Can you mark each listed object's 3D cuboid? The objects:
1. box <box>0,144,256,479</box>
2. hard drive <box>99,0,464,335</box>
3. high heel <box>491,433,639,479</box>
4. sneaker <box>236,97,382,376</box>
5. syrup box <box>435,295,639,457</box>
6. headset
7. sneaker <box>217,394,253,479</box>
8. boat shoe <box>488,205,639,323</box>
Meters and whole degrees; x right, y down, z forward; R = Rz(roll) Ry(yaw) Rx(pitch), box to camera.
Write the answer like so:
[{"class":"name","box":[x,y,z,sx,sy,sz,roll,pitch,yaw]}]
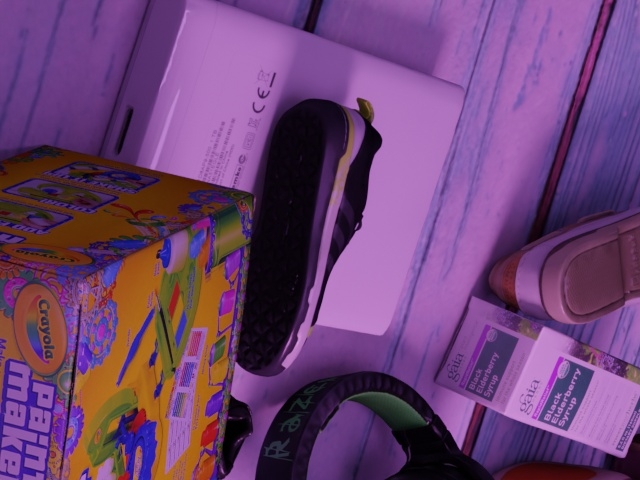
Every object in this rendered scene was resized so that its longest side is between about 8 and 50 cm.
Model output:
[{"class":"box","box":[-0.191,0.112,1.354,0.279,0.177,0.290,-31,132,-67]},{"class":"hard drive","box":[-0.034,-0.055,1.620,0.353,0.047,0.233,13,97,-48]},{"class":"high heel","box":[0.278,0.316,2.053,0.377,0.127,0.181,-5,100,-49]},{"class":"sneaker","box":[0.000,0.000,1.580,0.097,0.084,0.234,10,100,-50]},{"class":"syrup box","box":[0.226,0.137,1.949,0.237,0.096,0.093,24,89,-50]},{"class":"headset","box":[0.057,0.306,1.793,0.394,0.185,0.243,59,43,-18]},{"class":"sneaker","box":[-0.120,0.175,1.601,0.152,0.084,0.058,-40,133,-28]},{"class":"boat shoe","box":[0.291,0.015,1.959,0.302,0.103,0.113,-7,99,-44]}]
